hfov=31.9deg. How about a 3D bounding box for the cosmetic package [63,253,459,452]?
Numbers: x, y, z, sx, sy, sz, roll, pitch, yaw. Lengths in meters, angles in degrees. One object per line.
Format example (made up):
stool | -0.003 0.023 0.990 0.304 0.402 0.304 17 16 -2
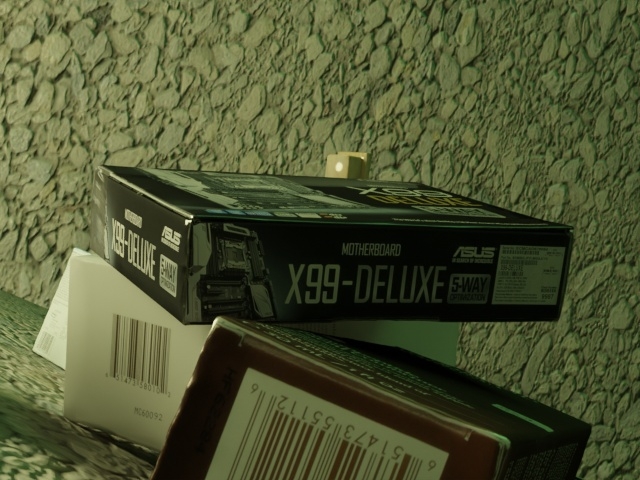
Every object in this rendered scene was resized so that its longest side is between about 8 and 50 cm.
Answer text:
cosmetic package | -0.037 0.080 1.051 0.197 0.155 0.365 10 10 37

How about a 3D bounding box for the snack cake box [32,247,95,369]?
snack cake box | -0.246 0.113 1.409 0.089 0.152 0.264 26 -6 -39

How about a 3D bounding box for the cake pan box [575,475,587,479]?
cake pan box | 0.177 0.236 1.119 0.246 0.070 0.267 24 -5 -27

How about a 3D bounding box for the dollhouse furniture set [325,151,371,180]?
dollhouse furniture set | -0.037 0.065 1.411 0.303 0.355 0.174 9 2 43

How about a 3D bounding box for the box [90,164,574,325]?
box | 0.000 0.000 0.877 0.307 0.076 0.242 2 11 -26

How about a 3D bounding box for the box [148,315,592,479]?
box | 0.061 0.158 0.779 0.191 0.143 0.381 21 -2 21
